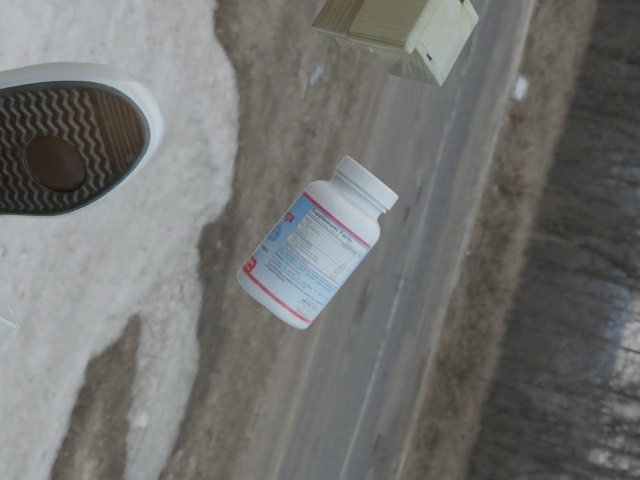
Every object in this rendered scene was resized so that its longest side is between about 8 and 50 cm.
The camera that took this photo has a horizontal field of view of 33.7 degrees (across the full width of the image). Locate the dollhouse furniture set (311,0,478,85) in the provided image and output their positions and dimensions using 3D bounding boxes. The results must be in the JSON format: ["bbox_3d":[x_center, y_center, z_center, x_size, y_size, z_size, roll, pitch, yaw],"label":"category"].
[{"bbox_3d":[0.005,-0.186,0.556,0.160,0.182,0.101,-61,143,-12],"label":"dollhouse furniture set"}]

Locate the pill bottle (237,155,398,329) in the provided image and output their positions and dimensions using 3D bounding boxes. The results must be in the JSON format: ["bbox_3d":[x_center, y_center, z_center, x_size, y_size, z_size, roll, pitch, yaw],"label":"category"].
[{"bbox_3d":[0.000,0.000,1.019,0.160,0.087,0.087,-51,162,2],"label":"pill bottle"}]

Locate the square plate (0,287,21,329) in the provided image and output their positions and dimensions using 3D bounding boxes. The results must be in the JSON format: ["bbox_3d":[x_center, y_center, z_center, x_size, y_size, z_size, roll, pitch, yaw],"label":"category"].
[{"bbox_3d":[-0.514,-0.055,1.155,0.049,0.344,0.347,-46,139,3],"label":"square plate"}]

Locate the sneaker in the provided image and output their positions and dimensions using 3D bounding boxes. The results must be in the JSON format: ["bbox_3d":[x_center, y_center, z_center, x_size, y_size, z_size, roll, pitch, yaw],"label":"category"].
[{"bbox_3d":[-0.218,-0.077,0.755,0.106,0.290,0.123,59,35,-26],"label":"sneaker"}]
